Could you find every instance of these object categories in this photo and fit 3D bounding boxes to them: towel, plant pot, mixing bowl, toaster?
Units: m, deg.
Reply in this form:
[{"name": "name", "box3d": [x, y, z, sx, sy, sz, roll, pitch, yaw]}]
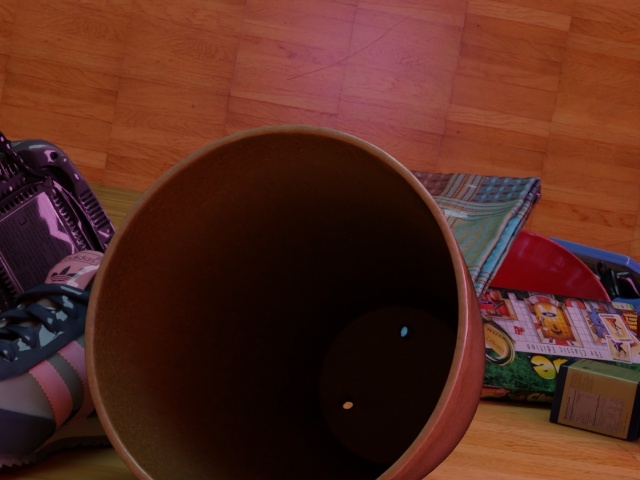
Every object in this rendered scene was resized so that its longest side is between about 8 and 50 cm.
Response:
[{"name": "towel", "box3d": [0.054, 0.016, 1.537, 0.271, 0.040, 0.370, 5, 31, 23]}, {"name": "plant pot", "box3d": [0.014, 0.075, 0.971, 0.237, 0.237, 0.254, 12, -9, 24]}, {"name": "mixing bowl", "box3d": [0.225, 0.086, 1.661, 0.181, 0.098, 0.181, 20, 41, -18]}, {"name": "toaster", "box3d": [-0.239, 0.012, 1.142, 0.129, 0.227, 0.146, -40, 26, -28]}]

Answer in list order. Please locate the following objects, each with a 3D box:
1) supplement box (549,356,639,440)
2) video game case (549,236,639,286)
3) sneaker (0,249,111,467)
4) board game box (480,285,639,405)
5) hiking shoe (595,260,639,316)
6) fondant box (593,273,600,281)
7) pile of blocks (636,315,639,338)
[{"name": "supplement box", "box3d": [0.272, 0.151, 1.436, 0.083, 0.056, 0.083, 12, 5, 19]}, {"name": "video game case", "box3d": [0.384, 0.036, 1.953, 0.119, 0.015, 0.166, 15, -6, 39]}, {"name": "sneaker", "box3d": [-0.189, 0.069, 0.974, 0.112, 0.131, 0.319, 13, 6, 23]}, {"name": "board game box", "box3d": [0.240, 0.112, 1.546, 0.260, 0.030, 0.136, 7, 48, -29]}, {"name": "hiking shoe", "box3d": [0.439, 0.115, 1.763, 0.304, 0.132, 0.113, 14, 6, 37]}, {"name": "fondant box", "box3d": [0.262, 0.077, 2.052, 0.330, 0.096, 0.238, 8, 5, -38]}, {"name": "pile of blocks", "box3d": [0.374, 0.138, 1.438, 0.113, 0.149, 0.362, 1, -12, 30]}]
